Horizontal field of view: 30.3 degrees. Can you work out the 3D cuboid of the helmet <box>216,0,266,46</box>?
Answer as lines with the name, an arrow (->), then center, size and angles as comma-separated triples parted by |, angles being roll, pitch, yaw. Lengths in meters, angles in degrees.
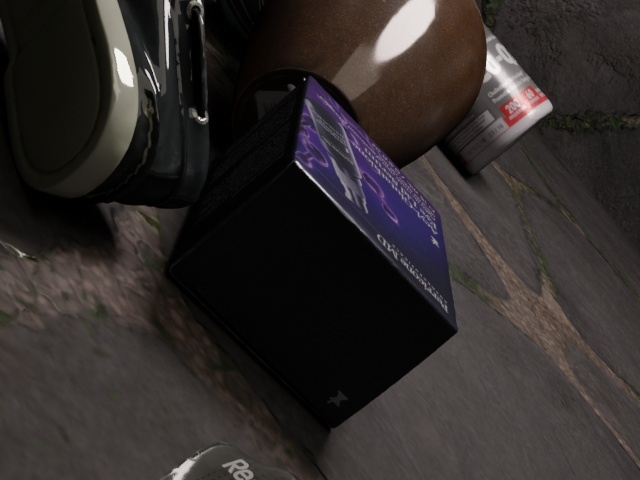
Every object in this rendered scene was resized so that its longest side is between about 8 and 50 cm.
helmet -> -0.031, -0.260, 1.198 | 0.169, 0.169, 0.161 | 54, 1, 15

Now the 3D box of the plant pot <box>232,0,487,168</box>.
plant pot -> 0.014, -0.131, 1.008 | 0.215, 0.215, 0.230 | 48, 31, -7

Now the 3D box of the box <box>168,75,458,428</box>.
box -> 0.000, 0.000, 0.798 | 0.153, 0.108, 0.207 | 45, 17, -16

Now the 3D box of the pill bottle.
pill bottle -> 0.199, -0.254, 1.775 | 0.283, 0.161, 0.161 | 51, 16, 4

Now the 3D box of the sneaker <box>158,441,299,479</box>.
sneaker -> -0.058, 0.112, 0.405 | 0.078, 0.106, 0.234 | 56, 18, 25

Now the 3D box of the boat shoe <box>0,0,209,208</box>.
boat shoe -> -0.123, -0.164, 0.729 | 0.113, 0.127, 0.340 | 23, 42, -44
